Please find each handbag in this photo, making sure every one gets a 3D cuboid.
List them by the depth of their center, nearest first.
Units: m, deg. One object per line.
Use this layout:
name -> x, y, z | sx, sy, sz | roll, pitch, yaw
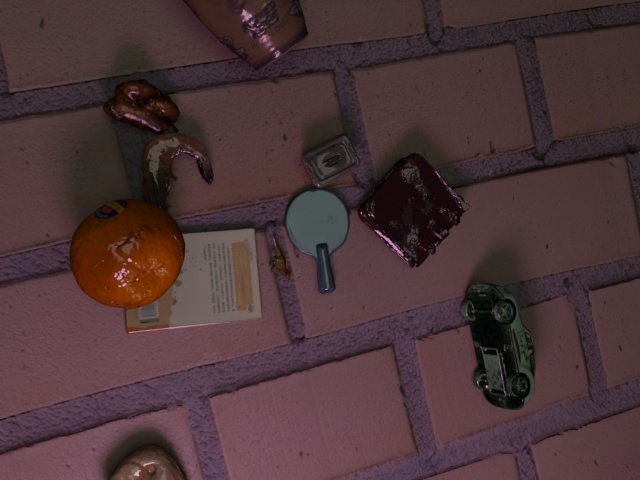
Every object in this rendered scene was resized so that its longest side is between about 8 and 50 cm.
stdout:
handbag -> 0.219, -0.071, 1.497 | 0.216, 0.074, 0.203 | 43, 79, -12

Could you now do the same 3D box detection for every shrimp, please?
shrimp -> -0.310, -0.121, 1.366 | 0.152, 0.046, 0.219 | 4, 97, -23

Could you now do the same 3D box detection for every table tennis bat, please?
table tennis bat -> 0.000, 0.000, 1.455 | 0.153, 0.040, 0.244 | -8, 87, -14

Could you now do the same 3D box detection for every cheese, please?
cheese -> -0.341, 0.562, 1.324 | 0.159, 0.093, 0.263 | -27, 95, -15

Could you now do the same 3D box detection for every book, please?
book -> -0.280, 0.085, 1.386 | 0.295, 0.020, 0.207 | -4, 90, -15

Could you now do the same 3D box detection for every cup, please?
cup -> -0.137, -0.526, 1.368 | 0.257, 0.227, 0.301 | 54, 47, -21

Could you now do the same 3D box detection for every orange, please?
orange -> -0.378, 0.025, 1.247 | 0.219, 0.193, 0.219 | -11, 107, -40

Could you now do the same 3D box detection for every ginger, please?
ginger -> -0.368, -0.284, 1.347 | 0.162, 0.073, 0.103 | 22, 100, -26

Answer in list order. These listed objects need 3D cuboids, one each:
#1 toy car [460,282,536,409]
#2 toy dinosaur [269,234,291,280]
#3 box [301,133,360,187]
toy car -> 0.439, 0.245, 1.519 | 0.125, 0.136, 0.305 | -10, 90, -28
toy dinosaur -> -0.099, 0.044, 1.431 | 0.041, 0.026, 0.113 | -29, 105, -20
box -> 0.019, -0.180, 1.450 | 0.122, 0.062, 0.089 | -28, 96, -13
